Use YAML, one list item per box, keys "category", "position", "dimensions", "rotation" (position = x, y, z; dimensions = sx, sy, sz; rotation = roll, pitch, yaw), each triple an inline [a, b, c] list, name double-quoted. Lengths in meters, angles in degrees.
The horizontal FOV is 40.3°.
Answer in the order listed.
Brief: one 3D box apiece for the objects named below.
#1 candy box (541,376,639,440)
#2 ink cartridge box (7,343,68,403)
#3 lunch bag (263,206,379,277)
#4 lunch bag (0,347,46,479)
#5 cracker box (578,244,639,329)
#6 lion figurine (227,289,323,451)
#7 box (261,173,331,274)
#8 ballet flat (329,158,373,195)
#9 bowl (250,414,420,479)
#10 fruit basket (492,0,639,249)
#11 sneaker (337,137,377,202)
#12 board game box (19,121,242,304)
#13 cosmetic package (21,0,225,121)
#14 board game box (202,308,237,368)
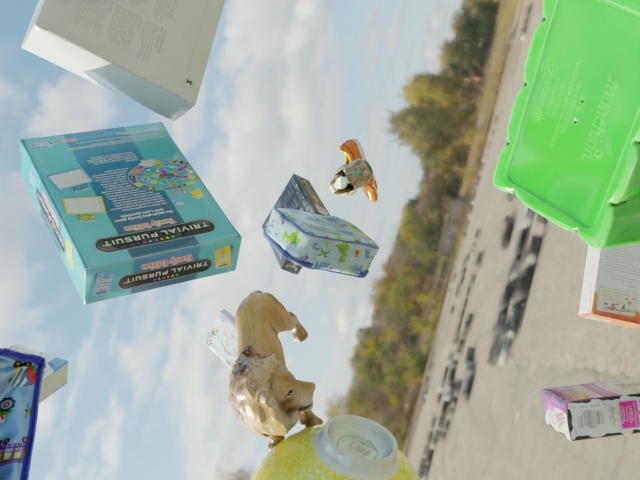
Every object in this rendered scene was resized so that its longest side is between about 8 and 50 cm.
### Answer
- category: "candy box"
  position: [0.525, 0.290, 1.528]
  dimensions: [0.159, 0.233, 0.071]
  rotation: [98, 165, -89]
- category: "ink cartridge box"
  position: [-0.552, 0.249, 1.643]
  dimensions: [0.088, 0.122, 0.052]
  rotation: [-42, -36, -61]
- category: "lunch bag"
  position: [0.000, 0.000, 1.837]
  dimensions: [0.219, 0.176, 0.090]
  rotation: [10, -70, -39]
- category: "lunch bag"
  position: [-0.423, 0.289, 0.989]
  dimensions: [0.221, 0.138, 0.293]
  rotation: [-40, 46, 20]
- category: "cracker box"
  position: [0.609, 0.052, 1.724]
  dimensions: [0.067, 0.155, 0.232]
  rotation: [137, 146, -78]
- category: "lion figurine"
  position: [-0.093, 0.196, 1.479]
  dimensions: [0.240, 0.142, 0.392]
  rotation: [63, -178, -38]
- category: "box"
  position: [-0.066, -0.045, 2.304]
  dimensions: [0.183, 0.059, 0.233]
  rotation: [-57, 29, 17]
- category: "ballet flat"
  position: [0.054, -0.134, 1.934]
  dimensions: [0.067, 0.073, 0.206]
  rotation: [-28, -3, -16]
- category: "bowl"
  position: [0.041, 0.360, 1.318]
  dimensions: [0.289, 0.289, 0.156]
  rotation: [-56, -17, -68]
- category: "fruit basket"
  position: [0.401, -0.209, 1.068]
  dimensions: [0.392, 0.283, 0.392]
  rotation: [-31, -39, -29]
- category: "sneaker"
  position: [0.094, -0.170, 2.190]
  dimensions: [0.175, 0.067, 0.064]
  rotation: [63, 174, -16]
- category: "board game box"
  position: [-0.318, -0.058, 1.432]
  dimensions: [0.336, 0.254, 0.079]
  rotation: [53, 142, 37]
- category: "cosmetic package"
  position: [-0.310, -0.435, 1.501]
  dimensions: [0.097, 0.284, 0.377]
  rotation: [-24, 48, 54]
- category: "board game box"
  position: [-0.186, 0.201, 1.776]
  dimensions: [0.020, 0.090, 0.090]
  rotation: [-25, -29, -56]
